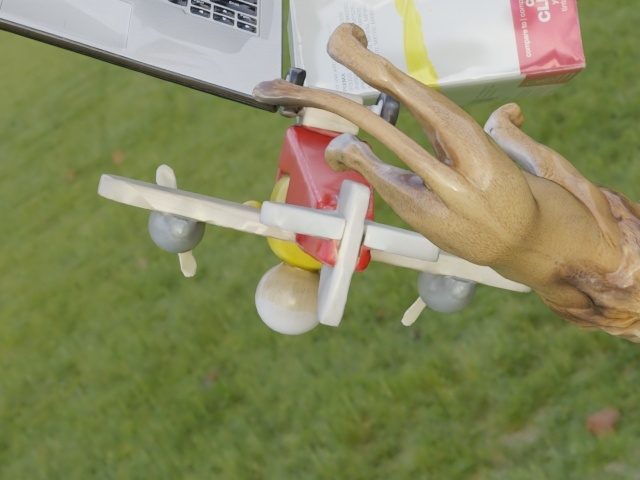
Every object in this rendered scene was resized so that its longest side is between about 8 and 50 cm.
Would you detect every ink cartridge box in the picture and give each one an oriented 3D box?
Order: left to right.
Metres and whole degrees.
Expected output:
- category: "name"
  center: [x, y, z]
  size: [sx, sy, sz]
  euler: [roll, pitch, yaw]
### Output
- category: "ink cartridge box"
  center: [0.148, -0.270, 2.233]
  size: [0.385, 0.160, 0.279]
  euler: [-8, -1, -2]

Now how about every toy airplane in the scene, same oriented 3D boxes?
- category: "toy airplane"
  center: [0.000, 0.000, 1.799]
  size: [0.386, 0.272, 0.384]
  euler: [34, 29, 29]

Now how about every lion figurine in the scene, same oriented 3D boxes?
- category: "lion figurine"
  center: [0.144, -0.021, 1.187]
  size: [0.240, 0.392, 0.142]
  euler: [47, 117, 38]

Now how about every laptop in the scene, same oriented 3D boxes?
- category: "laptop"
  center: [-0.179, -0.375, 1.506]
  size: [0.408, 0.382, 0.236]
  euler: [-91, 22, -50]
